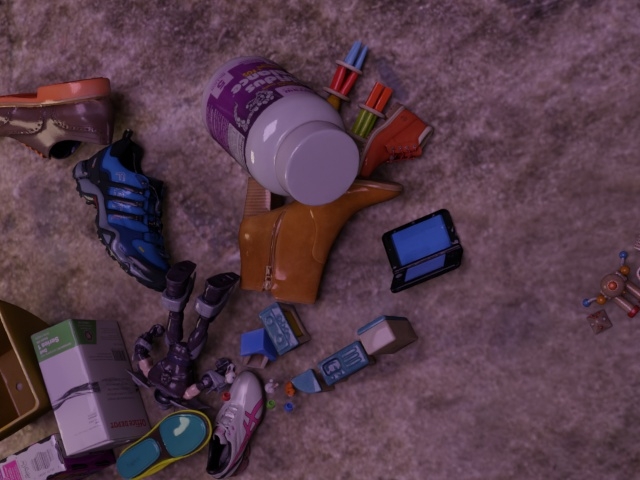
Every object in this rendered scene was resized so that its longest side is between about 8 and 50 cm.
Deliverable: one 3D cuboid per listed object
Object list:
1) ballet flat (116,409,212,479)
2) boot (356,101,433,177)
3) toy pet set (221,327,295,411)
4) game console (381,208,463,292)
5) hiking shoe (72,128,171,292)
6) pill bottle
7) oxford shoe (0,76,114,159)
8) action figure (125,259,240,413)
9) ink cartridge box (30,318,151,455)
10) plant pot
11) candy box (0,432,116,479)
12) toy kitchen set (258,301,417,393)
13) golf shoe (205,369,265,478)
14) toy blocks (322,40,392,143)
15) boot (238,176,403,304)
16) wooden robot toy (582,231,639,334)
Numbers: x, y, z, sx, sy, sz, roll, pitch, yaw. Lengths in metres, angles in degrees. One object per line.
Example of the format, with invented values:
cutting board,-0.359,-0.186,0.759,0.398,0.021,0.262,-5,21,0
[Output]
ballet flat,-0.252,0.341,1.903,0.231,0.077,0.077,-33,76,31
boot,0.117,-0.148,1.799,0.084,0.059,0.158,34,64,10
toy pet set,-0.095,0.211,1.853,0.122,0.065,0.114,11,50,-13
game console,0.159,0.017,1.791,0.122,0.107,0.071,-24,106,18
hiking shoe,-0.323,-0.051,1.953,0.132,0.113,0.304,-38,69,12
pill bottle,-0.062,-0.172,1.774,0.169,0.169,0.301,-57,39,8
oxford shoe,-0.526,-0.206,2.040,0.363,0.130,0.133,-5,99,35
action figure,-0.230,0.179,1.904,0.185,0.099,0.285,22,115,7
ink cartridge box,-0.394,0.253,1.936,0.092,0.160,0.220,-23,77,16
plant pot,-0.558,0.244,1.986,0.212,0.187,0.212,-32,74,17
candy box,-0.502,0.409,1.967,0.233,0.159,0.071,-28,74,16
toy kitchen set,0.017,0.138,1.806,0.207,0.122,0.166,-33,75,16
golf shoe,-0.144,0.310,1.875,0.067,0.086,0.186,12,89,22
toy blocks,0.065,-0.247,1.857,0.123,0.054,0.148,28,95,22
boot,-0.001,0.000,1.847,0.295,0.104,0.211,1,91,26
wooden robot toy,0.451,0.067,1.666,0.076,0.079,0.173,39,100,20
